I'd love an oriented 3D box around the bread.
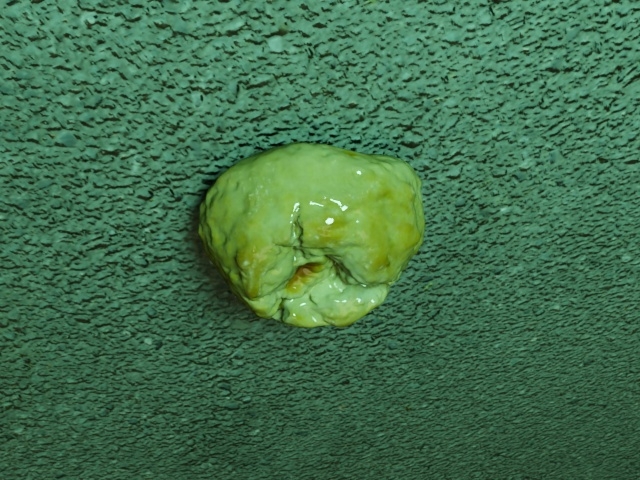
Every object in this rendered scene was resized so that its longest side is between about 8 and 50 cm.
[{"bbox_3d":[0.000,0.000,0.923,0.245,0.134,0.244,-7,142,-6],"label":"bread"}]
